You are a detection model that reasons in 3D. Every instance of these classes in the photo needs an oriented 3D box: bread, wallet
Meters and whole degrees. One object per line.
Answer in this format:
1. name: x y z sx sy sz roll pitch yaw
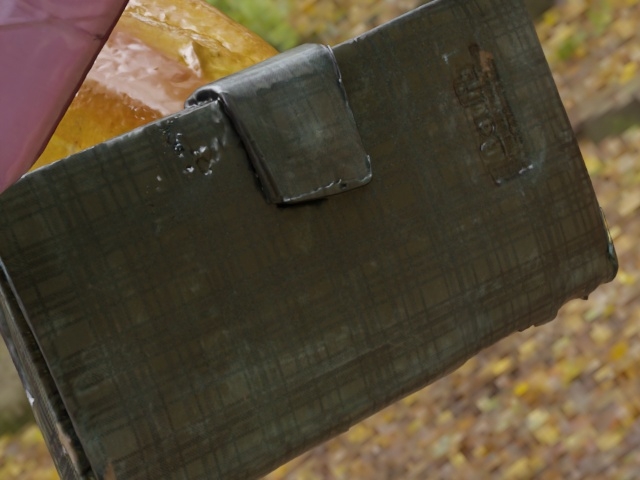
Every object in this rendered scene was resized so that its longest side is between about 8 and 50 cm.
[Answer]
1. bread: -0.097 -0.064 0.934 0.132 0.190 0.114 -55 -8 -47
2. wallet: 0.001 0.000 0.859 0.317 0.169 0.044 -25 8 -34

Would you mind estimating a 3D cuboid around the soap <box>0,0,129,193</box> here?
1. soap: -0.177 -0.093 0.653 0.324 0.193 0.109 -58 39 9
